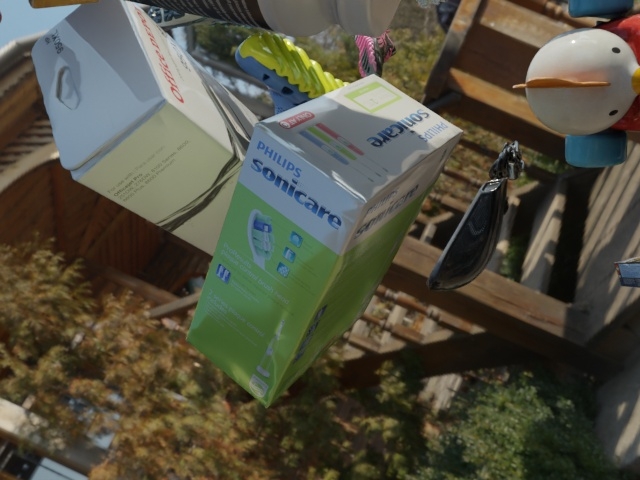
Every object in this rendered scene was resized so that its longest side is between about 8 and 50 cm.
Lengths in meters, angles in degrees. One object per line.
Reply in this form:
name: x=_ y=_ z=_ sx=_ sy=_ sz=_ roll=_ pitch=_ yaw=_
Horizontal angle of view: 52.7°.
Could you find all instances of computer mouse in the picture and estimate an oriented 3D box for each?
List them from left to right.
computer mouse: x=0.261 y=-0.023 z=1.029 sx=0.272 sy=0.072 sz=0.188 roll=-63 pitch=-11 yaw=19

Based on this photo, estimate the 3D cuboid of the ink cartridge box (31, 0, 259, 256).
ink cartridge box: x=-0.211 y=-0.153 z=0.996 sx=0.166 sy=0.285 sz=0.395 roll=-37 pitch=-32 yaw=11

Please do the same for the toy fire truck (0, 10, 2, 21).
toy fire truck: x=-0.675 y=-0.378 z=0.990 sx=0.254 sy=0.302 sz=0.169 roll=-51 pitch=27 yaw=4

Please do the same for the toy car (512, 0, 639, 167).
toy car: x=0.316 y=-0.172 z=0.694 sx=0.238 sy=0.210 sz=0.219 roll=-20 pitch=-67 yaw=-41

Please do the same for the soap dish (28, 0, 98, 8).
soap dish: x=-0.337 y=-0.430 z=0.817 sx=0.291 sy=0.118 sz=0.229 roll=47 pitch=125 yaw=49

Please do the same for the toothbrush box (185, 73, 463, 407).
toothbrush box: x=0.000 y=0.000 z=0.660 sx=0.206 sy=0.122 sz=0.283 roll=-37 pitch=-22 yaw=-48

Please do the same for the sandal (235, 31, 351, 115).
sandal: x=-0.032 y=-0.245 z=1.148 sx=0.138 sy=0.317 sz=0.126 roll=-37 pitch=47 yaw=26

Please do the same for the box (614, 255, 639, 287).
box: x=0.591 y=0.021 z=0.979 sx=0.159 sy=0.233 sz=0.044 roll=24 pitch=-130 yaw=-81

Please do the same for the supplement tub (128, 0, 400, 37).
supplement tub: x=-0.068 y=-0.269 z=0.503 sx=0.191 sy=0.272 sz=0.191 roll=16 pitch=-90 yaw=-78

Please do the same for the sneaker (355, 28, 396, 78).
sneaker: x=0.083 y=-0.269 z=0.918 sx=0.047 sy=0.057 sz=0.119 roll=120 pitch=154 yaw=-50

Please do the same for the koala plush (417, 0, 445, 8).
koala plush: x=0.200 y=-0.396 z=0.788 sx=0.203 sy=0.221 sz=0.196 roll=-40 pitch=-58 yaw=-54

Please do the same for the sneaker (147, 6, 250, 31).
sneaker: x=-0.143 y=-0.386 z=1.057 sx=0.122 sy=0.283 sz=0.110 roll=57 pitch=-160 yaw=-57
